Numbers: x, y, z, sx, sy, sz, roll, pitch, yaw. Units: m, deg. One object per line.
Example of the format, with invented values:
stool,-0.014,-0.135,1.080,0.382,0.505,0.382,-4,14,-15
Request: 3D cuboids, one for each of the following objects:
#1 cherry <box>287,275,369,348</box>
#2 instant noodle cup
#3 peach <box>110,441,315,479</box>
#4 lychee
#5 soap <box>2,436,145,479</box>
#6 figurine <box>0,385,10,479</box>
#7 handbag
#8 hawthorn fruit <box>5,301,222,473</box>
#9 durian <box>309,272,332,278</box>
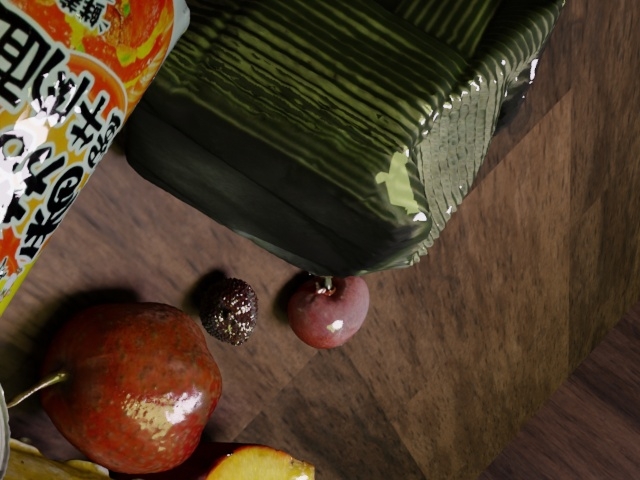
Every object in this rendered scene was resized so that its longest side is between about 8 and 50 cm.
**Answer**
cherry,0.014,0.083,1.225,0.106,0.087,0.126,-44,151,-2
instant noodle cup,-0.199,-0.096,0.472,0.200,0.264,0.264,-52,155,-12
peach,-0.117,0.362,1.162,0.338,0.281,0.281,-10,137,-25
lychee,-0.094,0.074,1.062,0.067,0.068,0.083,-49,180,-10
soap,-0.313,0.348,0.897,0.293,0.156,0.335,31,99,-34
figurine,-0.335,0.097,0.702,0.141,0.166,0.250,-14,124,6
handbag,0.011,-0.116,0.724,0.240,0.247,0.341,-58,-177,-13
hawthorn fruit,-0.191,0.125,0.913,0.162,0.162,0.203,-53,137,7
durian,0.000,0.000,1.112,0.080,0.091,0.080,-45,-166,15
